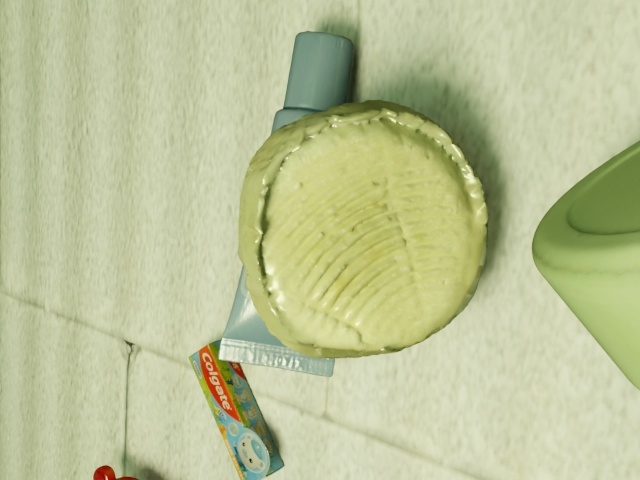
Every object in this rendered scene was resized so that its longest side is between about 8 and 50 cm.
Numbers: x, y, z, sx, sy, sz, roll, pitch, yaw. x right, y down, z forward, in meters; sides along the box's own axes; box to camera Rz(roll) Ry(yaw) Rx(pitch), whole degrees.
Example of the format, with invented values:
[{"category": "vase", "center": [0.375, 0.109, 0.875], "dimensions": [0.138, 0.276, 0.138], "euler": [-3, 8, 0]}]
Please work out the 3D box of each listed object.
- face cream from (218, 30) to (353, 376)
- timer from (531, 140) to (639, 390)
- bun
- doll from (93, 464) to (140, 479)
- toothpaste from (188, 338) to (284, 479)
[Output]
[{"category": "face cream", "center": [-0.024, -0.041, 0.764], "dimensions": [0.135, 0.086, 0.386], "euler": [9, 92, 0]}, {"category": "timer", "center": [0.344, 0.068, 0.448], "dimensions": [0.290, 0.291, 0.315], "euler": [-25, 100, 35]}, {"category": "bun", "center": [0.035, -0.015, 0.665], "dimensions": [0.152, 0.259, 0.260], "euler": [-161, 69, -73]}, {"category": "doll", "center": [-0.234, 0.471, 0.955], "dimensions": [0.363, 0.160, 0.183], "euler": [45, 118, 27]}, {"category": "toothpaste", "center": [-0.110, 0.229, 0.908], "dimensions": [0.070, 0.044, 0.194], "euler": [-34, 75, 32]}]
